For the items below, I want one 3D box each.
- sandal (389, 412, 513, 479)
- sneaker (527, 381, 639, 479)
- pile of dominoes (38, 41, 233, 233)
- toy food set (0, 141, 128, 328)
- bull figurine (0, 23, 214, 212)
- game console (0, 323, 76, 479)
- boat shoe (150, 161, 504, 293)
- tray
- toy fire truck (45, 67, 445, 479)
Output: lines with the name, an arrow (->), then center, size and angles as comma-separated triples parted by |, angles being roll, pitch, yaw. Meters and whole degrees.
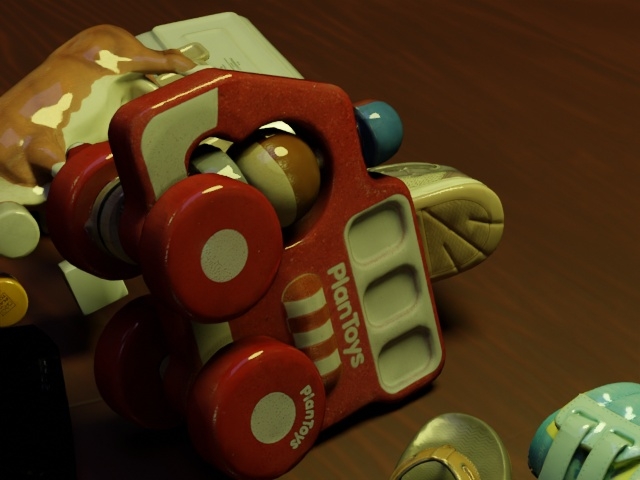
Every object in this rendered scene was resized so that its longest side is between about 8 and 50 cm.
sandal -> 0.071, 0.184, 1.244 | 0.090, 0.060, 0.219 | 16, 37, 24
sneaker -> 0.204, 0.202, 1.161 | 0.208, 0.127, 0.319 | 18, 28, 23
pile of dominoes -> -0.181, -0.093, 1.709 | 0.196, 0.040, 0.251 | -12, 41, -8
toy food set -> -0.183, -0.017, 1.457 | 0.232, 0.111, 0.104 | -27, 17, -10
bull figurine -> -0.233, -0.085, 1.600 | 0.188, 0.101, 0.310 | 22, 52, 21
game console -> -0.363, 0.154, 1.315 | 0.361, 0.044, 0.213 | -7, 33, -9
boat shoe -> 0.000, 0.000, 1.428 | 0.285, 0.103, 0.092 | -15, 25, -9
tray -> -0.091, -0.168, 1.819 | 0.145, 0.030, 0.270 | -15, 35, -19
toy fire truck -> -0.036, 0.013, 1.303 | 0.254, 0.302, 0.169 | -27, 26, -29
